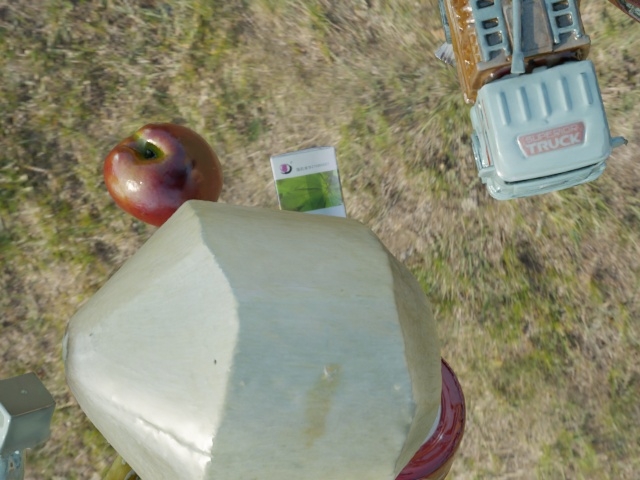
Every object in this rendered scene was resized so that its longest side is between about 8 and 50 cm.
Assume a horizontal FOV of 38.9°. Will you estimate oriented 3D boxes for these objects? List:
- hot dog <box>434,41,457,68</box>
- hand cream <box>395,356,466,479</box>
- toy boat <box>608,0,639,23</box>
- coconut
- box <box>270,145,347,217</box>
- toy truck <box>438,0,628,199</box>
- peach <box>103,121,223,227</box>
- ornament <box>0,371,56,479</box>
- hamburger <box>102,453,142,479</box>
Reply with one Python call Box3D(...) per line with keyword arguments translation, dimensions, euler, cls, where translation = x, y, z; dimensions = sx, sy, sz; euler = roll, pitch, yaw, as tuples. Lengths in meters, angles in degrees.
Box3D(translation=(0.304, -0.291, 1.560), dimensions=(0.252, 0.131, 0.069), euler=(36, 112, 41), cls="hot dog")
Box3D(translation=(0.088, 0.251, 1.258), dimensions=(0.230, 0.149, 0.230), euler=(0, 58, 0), cls="hand cream")
Box3D(translation=(0.615, -0.368, 1.554), dimensions=(0.079, 0.136, 0.392), euler=(-46, 51, 15), cls="toy boat")
Box3D(translation=(-0.046, 0.076, 0.565), dimensions=(0.222, 0.202, 0.202), euler=(1, 101, -15), cls="coconut")
Box3D(translation=(0.000, 0.000, 1.480), dimensions=(0.106, 0.200, 0.299), euler=(-11, 95, 2), cls="box")
Box3D(translation=(0.187, -0.199, 0.851), dimensions=(0.136, 0.162, 0.305), euler=(-13, 86, 8), cls="toy truck")
Box3D(translation=(-0.315, -0.122, 1.828), dimensions=(0.243, 0.243, 0.199), euler=(-14, 58, 11), cls="peach")
Box3D(translation=(-0.451, 0.318, 1.278), dimensions=(0.120, 0.130, 0.285), euler=(28, 100, 38), cls="ornament")
Box3D(translation=(-0.083, 0.286, 0.824), dimensions=(0.265, 0.134, 0.285), euler=(18, 68, -10), cls="hamburger")
